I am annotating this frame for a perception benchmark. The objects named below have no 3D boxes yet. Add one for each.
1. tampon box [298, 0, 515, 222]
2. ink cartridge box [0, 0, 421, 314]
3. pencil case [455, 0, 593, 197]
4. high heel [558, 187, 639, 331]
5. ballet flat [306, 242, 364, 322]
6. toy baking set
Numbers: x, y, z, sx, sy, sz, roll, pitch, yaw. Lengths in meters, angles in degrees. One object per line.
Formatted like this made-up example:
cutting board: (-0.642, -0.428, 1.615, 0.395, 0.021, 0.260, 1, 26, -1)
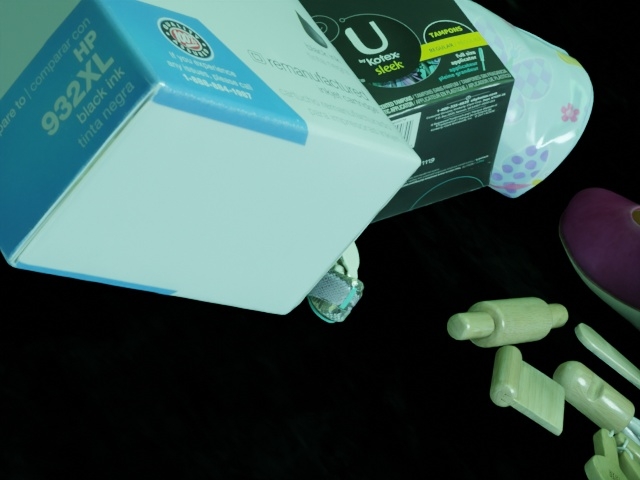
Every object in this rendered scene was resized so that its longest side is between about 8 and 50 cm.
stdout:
tampon box: (0.029, -0.108, 1.291, 0.120, 0.101, 0.161, -19, 55, -23)
ink cartridge box: (-0.121, -0.121, 1.087, 0.223, 0.129, 0.307, 11, 36, -51)
pencil case: (0.073, -0.144, 1.474, 0.273, 0.113, 0.124, 33, 62, -24)
high heel: (0.300, 0.014, 1.434, 0.127, 0.181, 0.377, 34, 14, -30)
ballet flat: (0.000, 0.000, 1.184, 0.041, 0.041, 0.114, 24, 27, -38)
toy baking set: (0.179, 0.112, 1.293, 0.197, 0.030, 0.256, 50, 22, 15)
